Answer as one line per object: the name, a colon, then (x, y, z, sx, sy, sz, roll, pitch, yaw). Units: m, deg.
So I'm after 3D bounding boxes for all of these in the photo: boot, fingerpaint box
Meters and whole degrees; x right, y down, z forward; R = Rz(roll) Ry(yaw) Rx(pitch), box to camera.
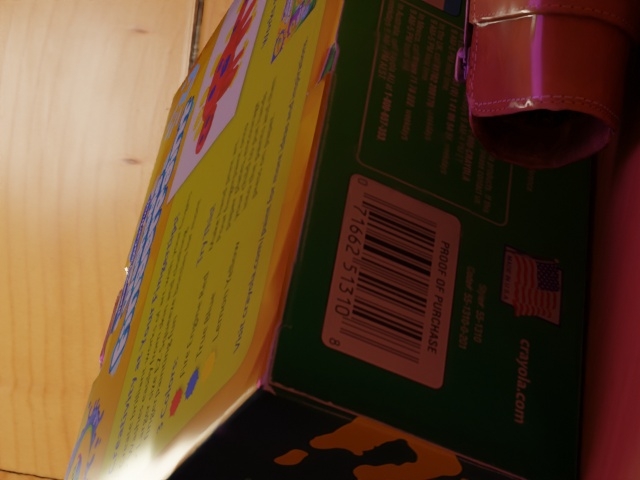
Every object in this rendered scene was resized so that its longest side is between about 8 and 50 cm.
boot: (0.095, -0.158, 0.534, 0.283, 0.109, 0.220, 73, -152, -78)
fingerpaint box: (0.000, 0.000, 0.827, 0.371, 0.163, 0.444, -48, 25, 49)
